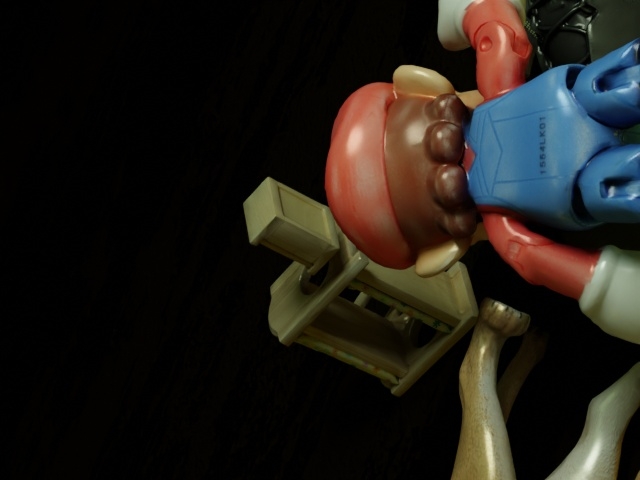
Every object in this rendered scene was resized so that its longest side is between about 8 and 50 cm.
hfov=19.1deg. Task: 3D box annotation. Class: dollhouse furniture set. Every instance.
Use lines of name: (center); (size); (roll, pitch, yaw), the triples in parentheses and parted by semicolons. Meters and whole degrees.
dollhouse furniture set: (0.000, 0.000, 1.353); (0.101, 0.182, 0.161); (-47, 33, 27)

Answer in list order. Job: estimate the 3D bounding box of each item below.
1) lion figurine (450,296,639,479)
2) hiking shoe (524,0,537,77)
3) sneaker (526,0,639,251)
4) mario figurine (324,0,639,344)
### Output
lion figurine: (0.148, 0.184, 1.042); (0.392, 0.142, 0.240); (-146, 76, -75)
hiking shoe: (0.125, -0.208, 1.423); (0.114, 0.086, 0.227); (-52, 31, 12)
sneaker: (0.181, -0.120, 1.217); (0.109, 0.130, 0.286); (-21, 50, 48)
mario figurine: (0.143, -0.056, 1.110); (0.320, 0.170, 0.198); (-6, 50, 47)
